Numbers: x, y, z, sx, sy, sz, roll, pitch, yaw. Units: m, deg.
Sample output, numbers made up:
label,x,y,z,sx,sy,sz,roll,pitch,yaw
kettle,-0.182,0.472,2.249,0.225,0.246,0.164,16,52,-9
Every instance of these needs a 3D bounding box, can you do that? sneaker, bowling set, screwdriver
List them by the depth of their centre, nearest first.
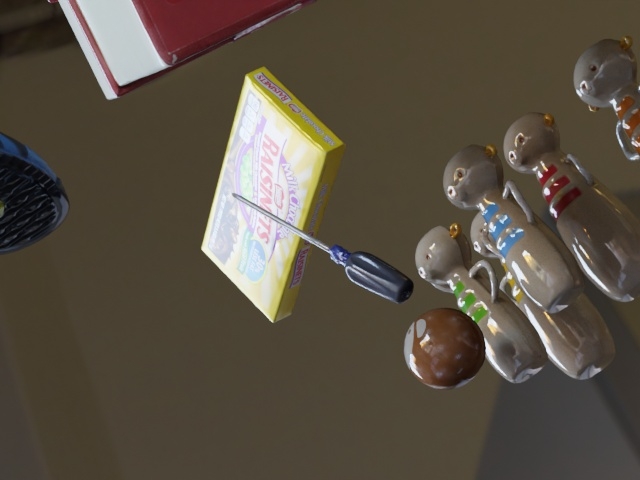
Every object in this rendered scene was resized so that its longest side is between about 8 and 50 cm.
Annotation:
label,x,y,z,sx,sy,sz,roll,pitch,yaw
sneaker,-0.201,-0.053,0.822,0.069,0.082,0.209,-39,-31,16
bowling set,0.121,-0.003,1.139,0.200,0.154,0.287,-20,-28,-28
screwdriver,0.000,0.000,1.197,0.025,0.170,0.024,-25,-47,-36

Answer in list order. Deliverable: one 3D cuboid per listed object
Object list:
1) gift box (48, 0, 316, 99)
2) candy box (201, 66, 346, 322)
label,x,y,z,sx,sy,sz,roll,pitch,yaw
gift box,-0.060,-0.252,0.968,0.255,0.258,0.276,-22,-84,-13
candy box,-0.043,-0.035,1.413,0.027,0.105,0.206,-27,-31,-37
